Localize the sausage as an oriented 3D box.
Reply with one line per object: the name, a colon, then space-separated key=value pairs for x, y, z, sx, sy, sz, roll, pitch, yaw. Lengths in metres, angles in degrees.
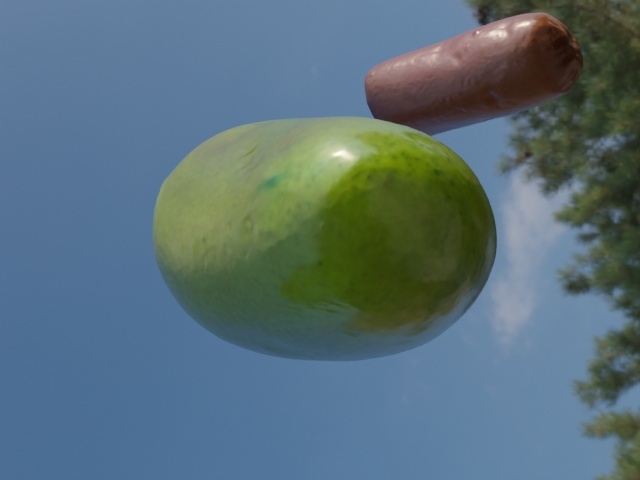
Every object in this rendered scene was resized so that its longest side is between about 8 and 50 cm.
sausage: x=0.184 y=-0.194 z=1.072 sx=0.113 sy=0.259 sz=0.114 roll=17 pitch=-112 yaw=-49

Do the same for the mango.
mango: x=0.005 y=0.002 z=0.554 sx=0.185 sy=0.273 sz=0.149 roll=18 pitch=-99 yaw=-33
